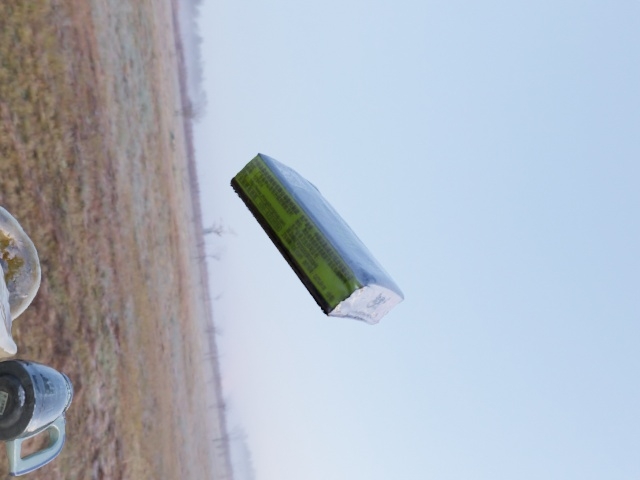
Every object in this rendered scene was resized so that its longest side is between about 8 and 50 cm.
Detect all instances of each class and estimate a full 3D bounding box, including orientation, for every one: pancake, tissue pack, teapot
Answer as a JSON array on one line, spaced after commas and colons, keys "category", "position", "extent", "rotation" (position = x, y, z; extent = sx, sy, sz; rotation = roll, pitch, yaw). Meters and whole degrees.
[{"category": "pancake", "position": [-0.634, 0.049, 0.921], "extent": [0.049, 0.282, 0.283], "rotation": [-15, -96, 43]}, {"category": "tissue pack", "position": [0.000, 0.000, 1.192], "extent": [0.394, 0.124, 0.288], "rotation": [51, 13, 25]}, {"category": "teapot", "position": [-0.412, 0.243, 0.773], "extent": [0.149, 0.111, 0.108], "rotation": [51, 10, 19]}]

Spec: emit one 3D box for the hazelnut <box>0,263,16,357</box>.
[{"category": "hazelnut", "position": [-0.507, 0.087, 0.679], "extent": [0.241, 0.261, 0.261], "rotation": [44, -13, -9]}]
